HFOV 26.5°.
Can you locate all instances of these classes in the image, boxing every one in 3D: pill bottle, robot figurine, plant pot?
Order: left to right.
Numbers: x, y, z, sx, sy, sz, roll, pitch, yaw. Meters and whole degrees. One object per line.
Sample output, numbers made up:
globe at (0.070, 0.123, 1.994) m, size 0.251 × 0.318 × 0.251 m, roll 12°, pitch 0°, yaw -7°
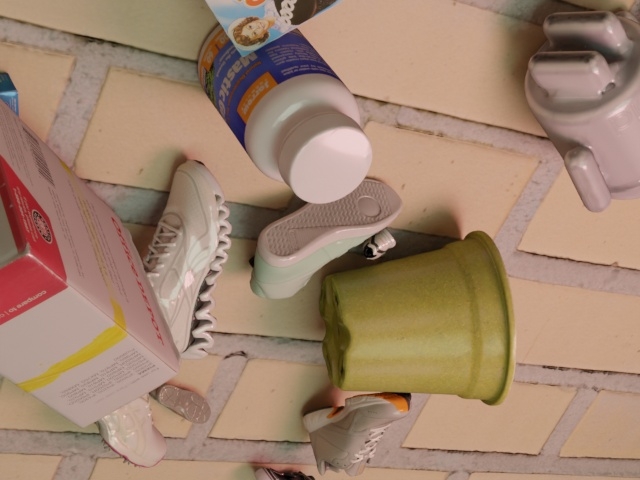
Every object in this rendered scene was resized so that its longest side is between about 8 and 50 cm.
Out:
pill bottle at (-0.042, -0.167, 1.726) m, size 0.152 × 0.272 × 0.152 m, roll -16°, pitch 131°, yaw -18°
plant pot at (0.138, 0.132, 2.109) m, size 0.254 × 0.276 × 0.276 m, roll -5°, pitch 129°, yaw -11°
robot figurine at (0.433, -0.193, 2.025) m, size 0.353 × 0.200 × 0.300 m, roll 45°, pitch 63°, yaw -45°

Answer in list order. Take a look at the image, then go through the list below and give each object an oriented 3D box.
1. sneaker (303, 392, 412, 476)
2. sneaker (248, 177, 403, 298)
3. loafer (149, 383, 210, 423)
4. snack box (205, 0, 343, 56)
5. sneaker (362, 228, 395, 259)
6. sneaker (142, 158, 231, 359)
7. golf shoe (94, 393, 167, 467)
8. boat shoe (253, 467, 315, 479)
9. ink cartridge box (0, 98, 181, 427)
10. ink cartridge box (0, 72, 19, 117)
sneaker at (0.071, 0.317, 2.214) m, size 0.099 × 0.121 × 0.262 m, roll -1°, pitch 163°, yaw -31°
sneaker at (-0.001, 0.000, 2.032) m, size 0.256 × 0.094 × 0.151 m, roll -24°, pitch 158°, yaw -28°
loafer at (-0.223, 0.253, 2.142) m, size 0.125 × 0.039 × 0.045 m, roll 37°, pitch 70°, yaw -46°
snack box at (-0.080, -0.367, 1.561) m, size 0.187 × 0.060 × 0.322 m, roll -28°, pitch 143°, yaw 6°
sneaker at (0.078, 0.011, 2.076) m, size 0.044 × 0.040 × 0.109 m, roll -35°, pitch 175°, yaw -17°
sneaker at (-0.200, 0.033, 1.880) m, size 0.118 × 0.110 × 0.292 m, roll -4°, pitch 109°, yaw -35°
golf shoe at (-0.294, 0.233, 2.030) m, size 0.140 × 0.115 × 0.306 m, roll -38°, pitch 136°, yaw -2°
boat shoe at (-0.037, 0.439, 2.369) m, size 0.076 × 0.080 × 0.228 m, roll -41°, pitch 136°, yaw -2°
ink cartridge box at (-0.352, 0.026, 1.653) m, size 0.160 × 0.279 × 0.384 m, roll -30°, pitch 147°, yaw 6°
ink cartridge box at (-0.436, -0.151, 1.671) m, size 0.122 × 0.052 × 0.088 m, roll -11°, pitch 130°, yaw -23°
